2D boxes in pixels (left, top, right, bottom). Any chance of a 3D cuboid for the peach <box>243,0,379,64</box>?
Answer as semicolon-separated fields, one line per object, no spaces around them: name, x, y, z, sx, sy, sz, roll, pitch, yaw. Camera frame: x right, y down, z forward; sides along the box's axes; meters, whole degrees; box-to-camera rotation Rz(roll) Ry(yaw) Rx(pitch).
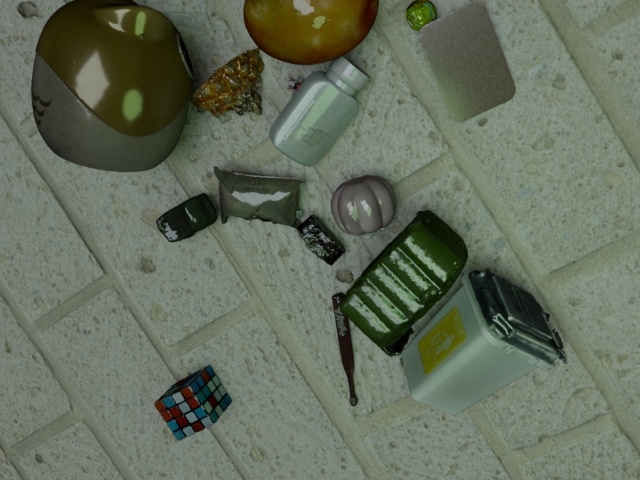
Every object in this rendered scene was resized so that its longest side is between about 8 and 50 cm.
peach;-0.024;-0.577;1.468;0.333;0.308;0.307;6;105;10

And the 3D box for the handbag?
handbag;-0.177;-0.114;1.722;0.271;0.117;0.182;7;120;5

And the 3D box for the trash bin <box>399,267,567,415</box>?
trash bin;0.419;0.290;1.588;0.296;0.255;0.367;25;123;-26

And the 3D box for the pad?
pad;0.374;-0.449;1.519;0.176;0.002;0.266;-23;109;13

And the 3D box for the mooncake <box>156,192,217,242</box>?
mooncake;-0.392;-0.065;1.761;0.169;0.175;0.104;-25;92;-23

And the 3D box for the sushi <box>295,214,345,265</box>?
sushi;0.000;0.000;1.713;0.078;0.090;0.150;-42;102;12

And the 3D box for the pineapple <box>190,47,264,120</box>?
pineapple;-0.246;-0.403;1.660;0.250;0.140;0.164;-28;96;16

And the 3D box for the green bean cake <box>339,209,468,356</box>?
green bean cake;0.234;0.101;1.550;0.218;0.335;0.319;42;112;3

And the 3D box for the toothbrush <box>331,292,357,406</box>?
toothbrush;0.079;0.333;1.802;0.041;0.041;0.363;-6;102;16

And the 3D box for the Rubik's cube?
Rubik's cube;-0.403;0.517;1.910;0.155;0.154;0.151;-31;95;20

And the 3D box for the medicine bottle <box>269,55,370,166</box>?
medicine bottle;0.001;-0.351;1.604;0.161;0.111;0.296;25;116;-33

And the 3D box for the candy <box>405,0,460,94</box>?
candy;0.300;-0.494;1.537;0.077;0.073;0.262;-25;102;19

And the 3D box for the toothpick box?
toothpick box;-0.539;-0.426;1.590;0.409;0.409;0.424;19;112;10

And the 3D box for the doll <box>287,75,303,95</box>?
doll;-0.038;-0.412;1.652;0.114;0.039;0.057;29;106;6

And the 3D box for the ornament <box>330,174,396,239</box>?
ornament;0.119;-0.088;1.621;0.178;0.177;0.177;3;104;14
